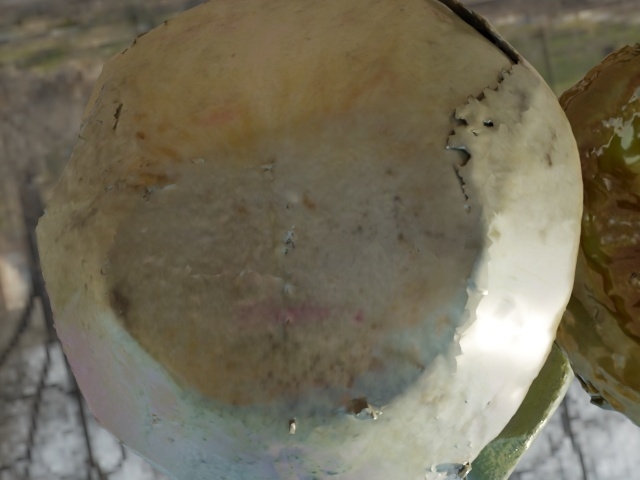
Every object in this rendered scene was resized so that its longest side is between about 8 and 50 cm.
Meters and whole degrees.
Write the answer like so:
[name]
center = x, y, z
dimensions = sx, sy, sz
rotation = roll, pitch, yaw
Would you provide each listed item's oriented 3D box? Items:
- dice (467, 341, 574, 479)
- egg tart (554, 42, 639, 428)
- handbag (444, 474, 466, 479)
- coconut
[dice]
center = 0.162, 0.198, 2.184
dimensions = 0.227, 0.233, 0.238
rotation = -53, 173, -30
[egg tart]
center = 0.335, 0.010, 1.286
dimensions = 0.388, 0.387, 0.169
rotation = -11, 150, -2
[handbag]
center = 0.020, 0.188, 1.950
dimensions = 0.241, 0.263, 0.222
rotation = -8, 175, 20
[coconut]
center = 0.000, 0.000, 1.080
dimensions = 0.353, 0.352, 0.352
rotation = -11, -179, 0
